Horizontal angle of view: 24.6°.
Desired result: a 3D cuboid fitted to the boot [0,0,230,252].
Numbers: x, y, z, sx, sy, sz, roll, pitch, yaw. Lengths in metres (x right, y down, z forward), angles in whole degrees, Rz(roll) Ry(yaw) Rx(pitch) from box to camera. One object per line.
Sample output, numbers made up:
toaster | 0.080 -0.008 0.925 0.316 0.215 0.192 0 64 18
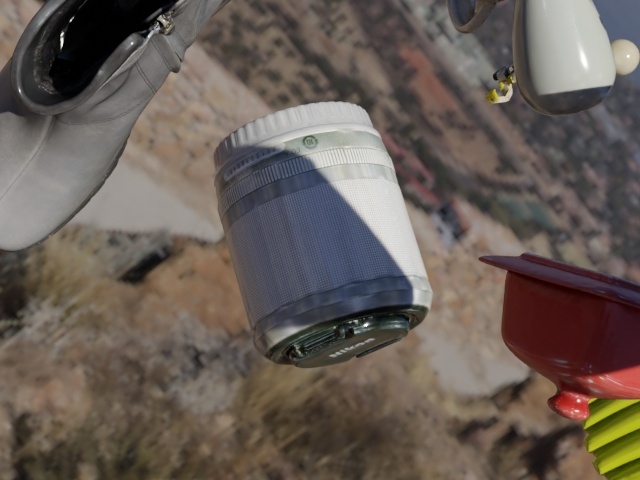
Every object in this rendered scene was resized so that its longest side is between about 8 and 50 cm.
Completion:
boot | -0.177 -0.115 1.025 0.118 0.338 0.223 35 15 -4

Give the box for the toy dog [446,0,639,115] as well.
toy dog | 0.208 -0.271 1.046 0.161 0.334 0.220 -6 32 -15

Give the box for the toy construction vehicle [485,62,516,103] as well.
toy construction vehicle | 0.256 -0.205 1.818 0.098 0.086 0.035 -43 109 -49

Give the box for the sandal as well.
sandal | 0.367 0.241 1.514 0.138 0.126 0.317 -5 79 -51

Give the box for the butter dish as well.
butter dish | 0.213 0.085 1.172 0.160 0.118 0.160 18 -1 -37

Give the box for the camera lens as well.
camera lens | 0.000 0.000 1.751 0.219 0.219 0.274 12 58 -60
